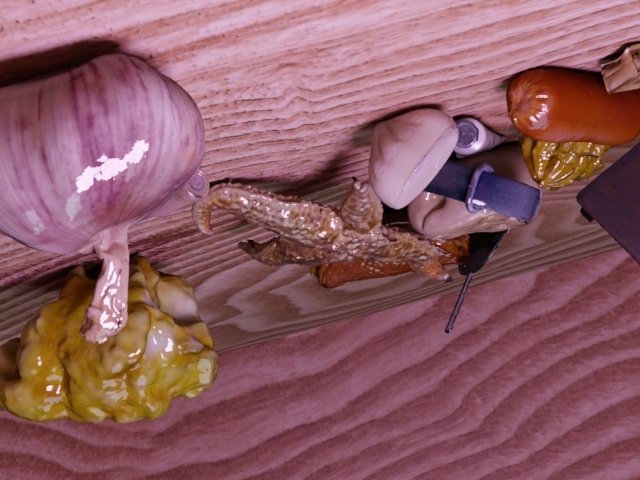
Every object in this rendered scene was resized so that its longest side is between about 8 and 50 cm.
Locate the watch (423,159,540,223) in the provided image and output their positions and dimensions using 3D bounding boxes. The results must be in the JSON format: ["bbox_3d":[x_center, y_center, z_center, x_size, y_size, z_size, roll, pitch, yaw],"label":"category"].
[{"bbox_3d":[0.206,-0.076,1.807,0.193,0.068,0.206,18,-175,11],"label":"watch"}]

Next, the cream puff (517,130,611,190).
[{"bbox_3d":[0.354,-0.134,1.844,0.146,0.116,0.146,-12,168,-3],"label":"cream puff"}]

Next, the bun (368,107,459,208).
[{"bbox_3d":[0.104,-0.115,1.656,0.138,0.094,0.138,-50,167,-16],"label":"bun"}]

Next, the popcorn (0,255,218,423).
[{"bbox_3d":[-0.327,0.176,2.078,0.292,0.293,0.334,-49,161,14],"label":"popcorn"}]

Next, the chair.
[{"bbox_3d":[0.512,-0.063,1.875,0.240,0.203,0.416,-45,171,10],"label":"chair"}]

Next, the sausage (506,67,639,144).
[{"bbox_3d":[0.342,-0.171,1.692,0.300,0.089,0.083,-4,159,-47],"label":"sausage"}]

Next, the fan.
[{"bbox_3d":[0.286,-0.007,2.183,0.012,0.294,0.223,29,131,-10],"label":"fan"}]

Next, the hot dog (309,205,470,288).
[{"bbox_3d":[0.111,0.006,2.223,0.272,0.122,0.196,-10,178,23],"label":"hot dog"}]

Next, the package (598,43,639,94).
[{"bbox_3d":[0.422,-0.222,1.644,0.131,0.047,0.071,-12,168,-22],"label":"package"}]

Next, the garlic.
[{"bbox_3d":[-0.216,-0.031,1.206,0.245,0.253,0.245,-10,178,0],"label":"garlic"}]

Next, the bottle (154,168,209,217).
[{"bbox_3d":[-0.186,-0.060,1.660,0.045,0.045,0.096,-5,167,-46],"label":"bottle"}]

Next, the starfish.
[{"bbox_3d":[0.000,0.000,1.910,0.323,0.083,0.432,-4,166,16],"label":"starfish"}]

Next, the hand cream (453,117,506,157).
[{"bbox_3d":[0.214,-0.138,1.832,0.080,0.050,0.234,-21,175,12],"label":"hand cream"}]

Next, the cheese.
[{"bbox_3d":[0.237,-0.069,2.023,0.217,0.117,0.235,-9,170,-25],"label":"cheese"}]
